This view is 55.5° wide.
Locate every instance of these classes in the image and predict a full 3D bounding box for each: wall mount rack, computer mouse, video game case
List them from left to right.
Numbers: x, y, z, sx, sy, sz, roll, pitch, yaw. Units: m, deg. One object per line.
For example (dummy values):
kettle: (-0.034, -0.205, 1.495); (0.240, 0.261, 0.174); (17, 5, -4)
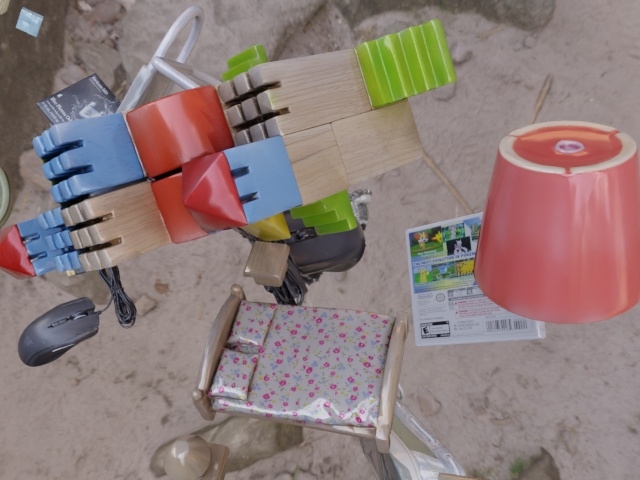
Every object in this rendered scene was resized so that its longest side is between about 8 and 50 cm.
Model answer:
computer mouse: (-0.531, 0.138, 1.273); (0.262, 0.060, 0.184); (-24, 68, -2)
wall mount rack: (-0.194, -0.120, 0.817); (0.131, 0.304, 0.350); (33, 102, -4)
computer mouse: (0.000, 0.000, 0.977); (0.072, 0.272, 0.188); (-34, 79, 33)
video game case: (0.350, 0.091, 1.430); (0.329, 0.036, 0.299); (-14, 75, 44)

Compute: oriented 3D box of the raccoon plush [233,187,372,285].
raccoon plush: (-0.059, -0.096, 1.569); (0.446, 0.216, 0.299); (45, 71, -29)

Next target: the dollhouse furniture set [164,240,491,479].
dollhouse furniture set: (0.022, 0.120, 0.550); (0.304, 0.173, 0.355); (5, 54, 13)

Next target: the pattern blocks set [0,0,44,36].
pattern blocks set: (-0.723, -0.564, 1.242); (0.325, 0.026, 0.285); (12, 120, -19)

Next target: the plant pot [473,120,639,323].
plant pot: (0.383, -0.044, 0.969); (0.275, 0.274, 0.243); (-7, 121, 3)

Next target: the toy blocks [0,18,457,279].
toy blocks: (-0.113, -0.057, 0.504); (0.261, 0.382, 0.190); (-25, 101, -42)

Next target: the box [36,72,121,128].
box: (-0.548, -0.283, 1.436); (0.158, 0.093, 0.156); (-37, 80, -23)

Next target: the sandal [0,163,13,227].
sandal: (-0.683, -0.154, 1.173); (0.120, 0.086, 0.302); (-16, 85, 11)

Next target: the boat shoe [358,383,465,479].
boat shoe: (0.122, 0.306, 0.984); (0.103, 0.320, 0.118); (-10, 102, -10)
